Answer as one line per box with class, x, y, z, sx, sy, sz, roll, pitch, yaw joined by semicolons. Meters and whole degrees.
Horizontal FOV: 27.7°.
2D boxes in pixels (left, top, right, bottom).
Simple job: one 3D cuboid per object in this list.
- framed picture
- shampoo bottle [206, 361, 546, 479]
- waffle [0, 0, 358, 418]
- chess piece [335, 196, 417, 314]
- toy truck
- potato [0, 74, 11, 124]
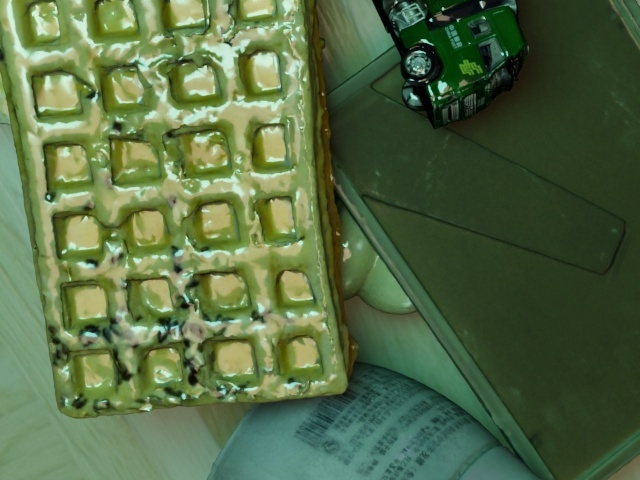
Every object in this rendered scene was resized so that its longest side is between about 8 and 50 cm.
framed picture;0.222;-0.019;1.170;0.326;0.028;0.446;-36;101;-7
shampoo bottle;0.049;0.261;1.164;0.266;0.273;0.273;29;108;25
waffle;-0.110;-0.047;1.062;0.261;0.114;0.376;-7;101;3
chess piece;0.000;0.000;1.200;0.243;0.133;0.133;15;107;-8
toy truck;0.086;-0.229;1.079;0.121;0.088;0.259;-24;76;1
potato;-0.278;-0.248;1.141;0.299;0.116;0.239;42;105;-5
